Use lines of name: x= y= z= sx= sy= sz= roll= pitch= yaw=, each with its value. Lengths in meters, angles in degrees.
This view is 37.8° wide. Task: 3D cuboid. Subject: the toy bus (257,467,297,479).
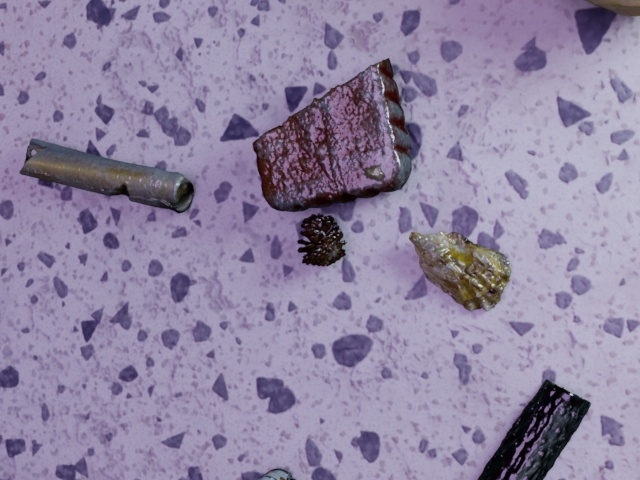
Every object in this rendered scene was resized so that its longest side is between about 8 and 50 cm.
toy bus: x=-0.043 y=0.440 z=1.411 sx=0.087 sy=0.089 sz=0.194 roll=-43 pitch=74 yaw=14

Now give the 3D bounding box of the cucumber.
cucumber: x=0.289 y=0.296 z=1.302 sx=0.078 sy=0.062 sz=0.211 roll=34 pitch=100 yaw=19

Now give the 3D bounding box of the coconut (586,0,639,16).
coconut: x=0.413 y=-0.405 z=1.197 sx=0.259 sy=0.259 sz=0.259 roll=-1 pitch=88 yaw=21

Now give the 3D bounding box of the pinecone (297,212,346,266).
pinecone: x=0.000 y=0.000 z=1.417 sx=0.077 sy=0.077 sz=0.083 roll=-27 pitch=56 yaw=18

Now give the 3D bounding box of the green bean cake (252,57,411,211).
green bean cake: x=0.016 y=-0.149 z=1.399 sx=0.233 sy=0.097 sz=0.198 roll=-16 pitch=85 yaw=20

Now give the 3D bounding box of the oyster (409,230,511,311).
oyster: x=0.209 y=0.037 z=1.357 sx=0.122 sy=0.045 sz=0.146 roll=-21 pitch=82 yaw=5

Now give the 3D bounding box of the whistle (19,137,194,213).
whistle: x=-0.363 y=-0.109 z=1.563 sx=0.327 sy=0.057 sz=0.067 roll=14 pitch=91 yaw=21
